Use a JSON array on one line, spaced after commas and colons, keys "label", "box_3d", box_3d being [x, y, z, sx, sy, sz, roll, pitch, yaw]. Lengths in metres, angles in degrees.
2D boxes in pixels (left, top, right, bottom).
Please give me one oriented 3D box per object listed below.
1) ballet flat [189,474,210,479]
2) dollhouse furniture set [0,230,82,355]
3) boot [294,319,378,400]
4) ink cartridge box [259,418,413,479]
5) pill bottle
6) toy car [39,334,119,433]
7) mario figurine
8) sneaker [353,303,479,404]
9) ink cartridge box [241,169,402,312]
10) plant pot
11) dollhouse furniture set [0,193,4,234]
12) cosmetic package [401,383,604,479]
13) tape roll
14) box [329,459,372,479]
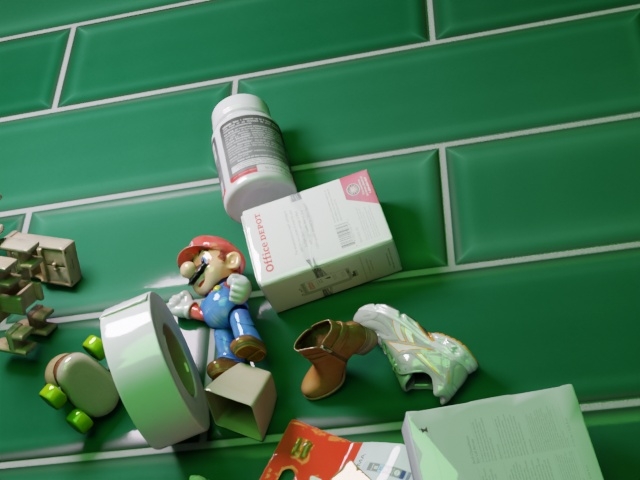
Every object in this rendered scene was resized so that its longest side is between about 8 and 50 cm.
[{"label": "ballet flat", "box_3d": [-0.245, 0.459, 1.762, 0.203, 0.074, 0.074, -16, 51, 2]}, {"label": "dollhouse furniture set", "box_3d": [-0.655, 0.088, 2.112, 0.161, 0.212, 0.242, 7, 30, 20]}, {"label": "boot", "box_3d": [-0.001, 0.215, 1.812, 0.197, 0.152, 0.073, -48, 55, 16]}, {"label": "ink cartridge box", "box_3d": [0.038, 0.477, 1.673, 0.385, 0.091, 0.308, 16, 60, 26]}, {"label": "pill bottle", "box_3d": [-0.154, -0.184, 2.183, 0.161, 0.161, 0.283, -18, 51, 4]}, {"label": "toy car", "box_3d": [-0.499, 0.283, 1.989, 0.188, 0.149, 0.155, 0, 44, 53]}, {"label": "mario figurine", "box_3d": [-0.225, 0.119, 1.975, 0.198, 0.170, 0.320, -23, 52, 2]}, {"label": "sneaker", "box_3d": [0.156, 0.211, 1.834, 0.262, 0.099, 0.121, 24, 69, 32]}, {"label": "ink cartridge box", "box_3d": [0.000, 0.000, 2.024, 0.283, 0.117, 0.207, -19, 51, 3]}, {"label": "plant pot", "box_3d": [-0.141, 0.296, 1.860, 0.109, 0.109, 0.096, 14, 47, 26]}, {"label": "dollhouse furniture set", "box_3d": [-0.795, -0.018, 2.219, 0.356, 0.173, 0.303, -10, 35, 17]}, {"label": "cosmetic package", "box_3d": [0.307, 0.435, 1.543, 0.284, 0.097, 0.377, -7, 60, -8]}, {"label": "tape roll", "box_3d": [-0.306, 0.240, 1.832, 0.100, 0.286, 0.286, -22, 51, 1]}, {"label": "box", "box_3d": [0.027, 0.480, 1.623, 0.201, 0.021, 0.164, -43, 39, -10]}]
